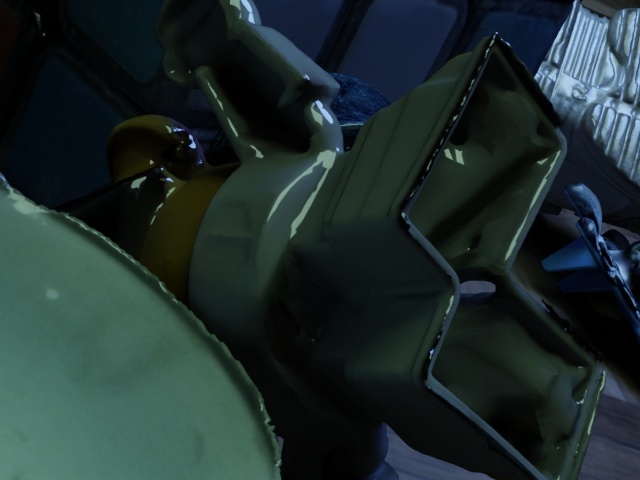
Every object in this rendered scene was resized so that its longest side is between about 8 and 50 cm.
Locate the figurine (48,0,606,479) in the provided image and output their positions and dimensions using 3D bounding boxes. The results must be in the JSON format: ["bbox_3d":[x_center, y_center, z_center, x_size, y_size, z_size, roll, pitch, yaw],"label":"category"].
[{"bbox_3d":[-0.024,0.022,0.718,0.143,0.308,0.308,15,24,-49],"label":"figurine"}]

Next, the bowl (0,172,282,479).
[{"bbox_3d":[-0.180,0.087,0.558,0.313,0.146,0.313,23,24,-11],"label":"bowl"}]

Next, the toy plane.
[{"bbox_3d":[0.257,0.065,1.192,0.169,0.078,0.246,46,6,-48],"label":"toy plane"}]

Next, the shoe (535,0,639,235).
[{"bbox_3d":[0.218,-0.103,1.339,0.351,0.198,0.172,32,66,-3],"label":"shoe"}]

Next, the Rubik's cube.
[{"bbox_3d":[-0.062,-0.204,1.049,0.362,0.363,0.359,-5,41,-50],"label":"Rubik's cube"}]

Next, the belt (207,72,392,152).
[{"bbox_3d":[0.000,0.000,0.898,0.141,0.190,0.082,-6,33,-18],"label":"belt"}]
